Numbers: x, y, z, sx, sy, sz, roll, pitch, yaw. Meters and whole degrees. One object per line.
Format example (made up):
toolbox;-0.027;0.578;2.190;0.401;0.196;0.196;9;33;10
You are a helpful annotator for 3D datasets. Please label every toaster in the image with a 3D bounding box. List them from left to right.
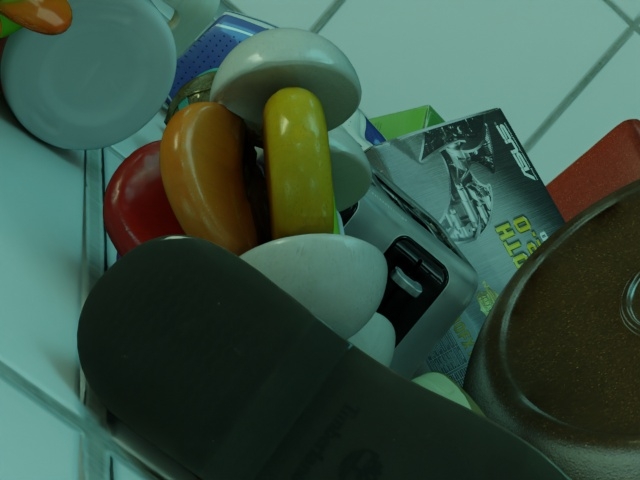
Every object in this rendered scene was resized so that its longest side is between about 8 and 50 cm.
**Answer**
toaster;0.000;0.000;1.018;0.168;0.110;0.186;40;8;-15

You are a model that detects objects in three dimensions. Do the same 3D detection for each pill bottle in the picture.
pill bottle;-0.172;-0.146;0.997;0.108;0.108;0.193;35;10;-39

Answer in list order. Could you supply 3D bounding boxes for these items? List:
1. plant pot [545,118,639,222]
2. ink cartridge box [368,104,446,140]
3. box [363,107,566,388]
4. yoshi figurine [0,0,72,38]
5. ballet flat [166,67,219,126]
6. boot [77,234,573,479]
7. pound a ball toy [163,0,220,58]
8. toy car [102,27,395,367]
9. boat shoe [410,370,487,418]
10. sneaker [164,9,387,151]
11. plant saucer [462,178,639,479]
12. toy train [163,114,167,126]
plant pot;0.302;0.100;1.452;0.267;0.267;0.236;35;22;-39
ink cartridge box;0.049;-0.064;1.570;0.209;0.062;0.109;-10;-37;38
box;0.127;0.023;1.180;0.183;0.056;0.231;-19;78;-51
yoshi figurine;-0.197;-0.216;0.838;0.362;0.203;0.203;-57;142;-54
ballet flat;0.022;-0.003;1.208;0.342;0.116;0.124;37;29;-26
boot;0.037;0.116;0.620;0.305;0.112;0.115;42;-3;25
pound a ball toy;-0.246;-0.298;1.382;0.208;0.136;0.319;46;9;33
toy car;-0.038;-0.004;0.784;0.182;0.136;0.159;79;3;-62
boat shoe;0.068;0.134;0.754;0.223;0.073;0.080;-133;-155;-64
sneaker;0.009;-0.067;1.362;0.315;0.127;0.182;40;6;-17
plant saucer;0.208;0.039;0.835;0.050;0.310;0.310;59;-1;-29
toy train;-0.056;-0.092;1.267;0.158;0.027;0.036;2;-36;31
